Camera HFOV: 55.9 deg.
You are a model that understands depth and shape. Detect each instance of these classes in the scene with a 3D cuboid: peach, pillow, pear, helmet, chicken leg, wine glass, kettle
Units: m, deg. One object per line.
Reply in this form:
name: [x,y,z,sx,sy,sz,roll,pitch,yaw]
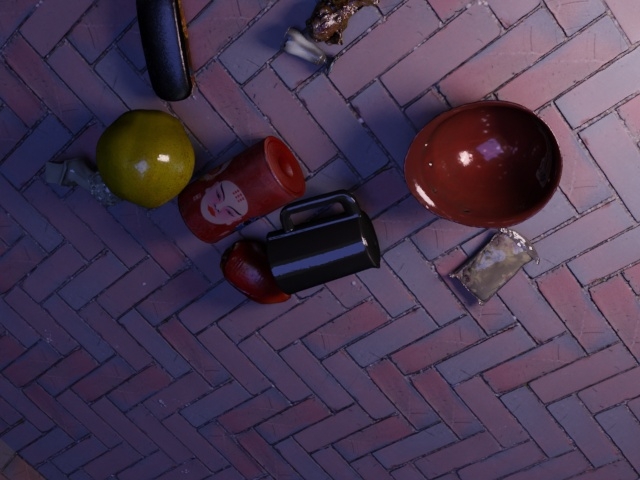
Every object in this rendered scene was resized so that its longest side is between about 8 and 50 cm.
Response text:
peach: [-0.193,0.113,1.954,0.267,0.154,0.159,45,116,-11]
pillow: [0.524,0.071,1.825,0.169,0.059,0.255,38,120,-7]
pear: [-0.514,-0.239,1.774,0.295,0.294,0.294,5,118,10]
helmet: [0.435,-0.226,1.595,0.385,0.230,0.337,-9,113,26]
chicken leg: [0.050,-0.600,1.584,0.125,0.080,0.196,37,111,-19]
wine glass: [-0.029,-0.515,1.643,0.155,0.072,0.072,30,119,-4]
kettle: [0.005,0.002,1.845,0.308,0.203,0.262,-17,86,17]

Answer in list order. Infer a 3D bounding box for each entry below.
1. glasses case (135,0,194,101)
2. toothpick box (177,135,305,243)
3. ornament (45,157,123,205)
glasses case: [-0.438,-0.555,1.707,0.122,0.082,0.320,0,115,11]
toothpick box: [-0.236,-0.147,1.803,0.333,0.204,0.204,-27,108,24]
ornament: [-0.749,-0.200,1.934,0.285,0.130,0.120,18,106,3]
